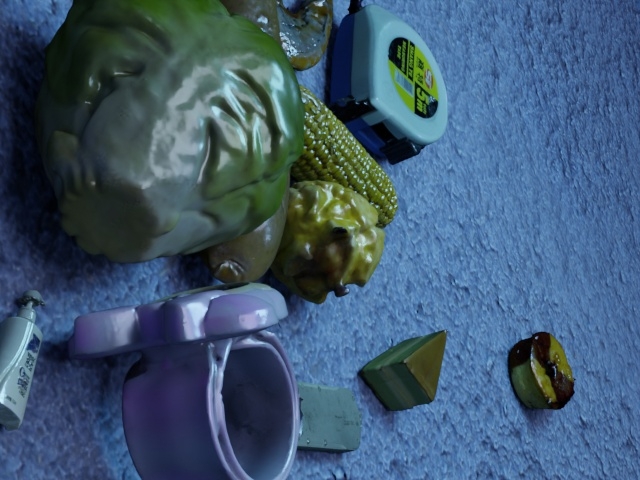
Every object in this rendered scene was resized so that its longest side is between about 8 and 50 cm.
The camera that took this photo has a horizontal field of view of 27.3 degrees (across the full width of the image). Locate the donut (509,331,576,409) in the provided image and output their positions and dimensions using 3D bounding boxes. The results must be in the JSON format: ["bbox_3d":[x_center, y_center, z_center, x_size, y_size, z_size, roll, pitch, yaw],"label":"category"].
[{"bbox_3d":[0.355,0.215,2.121,0.140,0.059,0.140,33,47,-44],"label":"donut"}]

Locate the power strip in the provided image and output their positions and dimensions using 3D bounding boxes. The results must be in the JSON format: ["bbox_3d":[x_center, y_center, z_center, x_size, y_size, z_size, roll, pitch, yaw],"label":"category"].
[{"bbox_3d":[-0.021,0.208,1.562,0.227,0.029,0.080,18,60,-54],"label":"power strip"}]

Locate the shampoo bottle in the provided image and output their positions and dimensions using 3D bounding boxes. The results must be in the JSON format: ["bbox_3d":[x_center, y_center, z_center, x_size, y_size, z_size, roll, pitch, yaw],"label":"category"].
[{"bbox_3d":[-0.281,0.103,1.211,0.049,0.034,0.141,38,41,-33],"label":"shampoo bottle"}]

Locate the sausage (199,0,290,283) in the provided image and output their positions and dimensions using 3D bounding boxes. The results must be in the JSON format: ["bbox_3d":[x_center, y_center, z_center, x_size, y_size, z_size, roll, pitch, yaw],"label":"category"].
[{"bbox_3d":[-0.104,-0.180,1.564,0.136,0.123,0.500,11,64,-43],"label":"sausage"}]

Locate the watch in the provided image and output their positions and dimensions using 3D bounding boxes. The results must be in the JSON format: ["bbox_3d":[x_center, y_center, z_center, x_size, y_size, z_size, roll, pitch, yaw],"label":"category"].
[{"bbox_3d":[-0.108,0.157,1.316,0.248,0.211,0.217,-13,93,-67],"label":"watch"}]

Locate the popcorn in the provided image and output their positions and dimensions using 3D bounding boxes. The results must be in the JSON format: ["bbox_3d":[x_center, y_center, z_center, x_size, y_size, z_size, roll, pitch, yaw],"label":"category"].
[{"bbox_3d":[0.000,0.000,1.607,0.167,0.148,0.152,29,17,-30],"label":"popcorn"}]

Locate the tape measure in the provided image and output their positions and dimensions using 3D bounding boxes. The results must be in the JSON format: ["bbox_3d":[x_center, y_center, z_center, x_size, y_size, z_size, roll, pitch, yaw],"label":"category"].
[{"bbox_3d":[0.098,-0.285,1.965,0.215,0.098,0.351,36,48,-41],"label":"tape measure"}]

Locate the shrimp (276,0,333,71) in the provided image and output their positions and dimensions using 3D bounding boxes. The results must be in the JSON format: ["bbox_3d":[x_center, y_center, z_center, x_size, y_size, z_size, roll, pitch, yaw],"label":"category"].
[{"bbox_3d":[-0.031,-0.318,1.829,0.132,0.052,0.187,51,39,-29],"label":"shrimp"}]

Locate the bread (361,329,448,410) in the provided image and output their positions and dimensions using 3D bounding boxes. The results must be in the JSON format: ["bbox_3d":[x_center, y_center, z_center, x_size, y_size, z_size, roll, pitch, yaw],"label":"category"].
[{"bbox_3d":[0.115,0.148,1.766,0.084,0.074,0.139,55,35,-29],"label":"bread"}]

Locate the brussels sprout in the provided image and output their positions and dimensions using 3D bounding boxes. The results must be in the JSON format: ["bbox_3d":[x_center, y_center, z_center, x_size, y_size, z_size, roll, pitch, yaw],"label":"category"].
[{"bbox_3d":[-0.149,-0.119,1.343,0.274,0.243,0.316,24,54,-43],"label":"brussels sprout"}]

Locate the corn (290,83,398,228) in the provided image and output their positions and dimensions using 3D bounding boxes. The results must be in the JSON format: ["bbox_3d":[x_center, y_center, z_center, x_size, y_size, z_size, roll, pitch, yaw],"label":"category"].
[{"bbox_3d":[0.012,-0.106,1.726,0.293,0.106,0.106,40,42,-41],"label":"corn"}]
